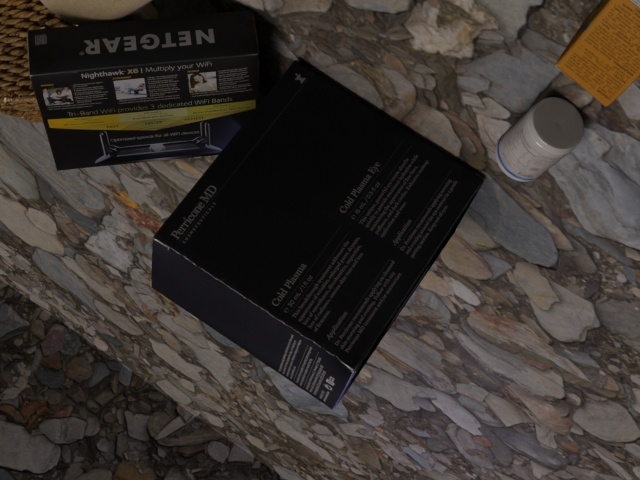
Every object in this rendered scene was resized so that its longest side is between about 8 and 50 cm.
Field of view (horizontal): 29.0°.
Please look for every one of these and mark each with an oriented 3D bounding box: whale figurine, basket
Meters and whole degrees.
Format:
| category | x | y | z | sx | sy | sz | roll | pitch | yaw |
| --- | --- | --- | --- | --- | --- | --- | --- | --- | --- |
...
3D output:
| category | x | y | z | sx | sy | sz | roll | pitch | yaw |
| --- | --- | --- | --- | --- | --- | --- | --- | --- | --- |
| whale figurine | -0.260 | -0.386 | 1.649 | 0.272 | 0.141 | 0.216 | -4 | 140 | 20 |
| basket | -0.389 | -0.299 | 1.972 | 0.213 | 0.223 | 0.299 | 14 | 174 | -42 |

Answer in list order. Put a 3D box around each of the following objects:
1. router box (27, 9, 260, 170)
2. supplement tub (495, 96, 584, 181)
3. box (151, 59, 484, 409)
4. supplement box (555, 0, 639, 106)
| category | x | y | z | sx | sy | sz | roll | pitch | yaw |
| --- | --- | --- | --- | --- | --- | --- | --- | --- | --- |
| router box | -0.240 | -0.207 | 1.747 | 0.308 | 0.081 | 0.243 | -6 | 152 | -6 |
| supplement tub | 0.260 | -0.119 | 1.477 | 0.071 | 0.071 | 0.107 | 37 | 154 | -2 |
| box | -0.007 | -0.010 | 1.689 | 0.312 | 0.343 | 0.179 | 34 | 156 | 6 |
| supplement box | 0.318 | -0.226 | 1.209 | 0.080 | 0.078 | 0.233 | 35 | 155 | 3 |
